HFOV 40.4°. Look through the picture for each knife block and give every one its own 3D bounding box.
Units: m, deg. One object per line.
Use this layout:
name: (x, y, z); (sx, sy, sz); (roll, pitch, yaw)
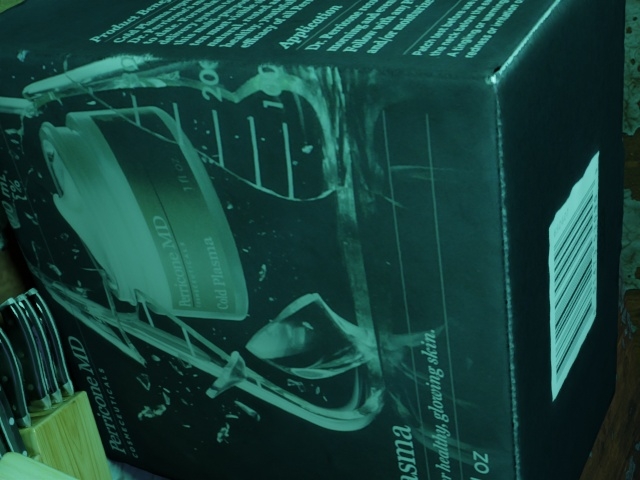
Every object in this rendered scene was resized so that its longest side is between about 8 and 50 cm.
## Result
knife block: (-0.252, 0.192, 0.795); (0.276, 0.088, 0.242); (59, 25, -51)

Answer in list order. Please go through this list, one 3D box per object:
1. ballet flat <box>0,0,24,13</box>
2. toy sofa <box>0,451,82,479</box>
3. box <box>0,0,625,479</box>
ballet flat: (-0.246, -0.340, 0.790); (0.116, 0.124, 0.343); (16, 77, -54)
toy sofa: (-0.238, 0.353, 0.612); (0.177, 0.150, 0.363); (-67, -178, -70)
box: (0.000, 0.000, 0.790); (0.297, 0.471, 0.480); (-46, 136, -43)
